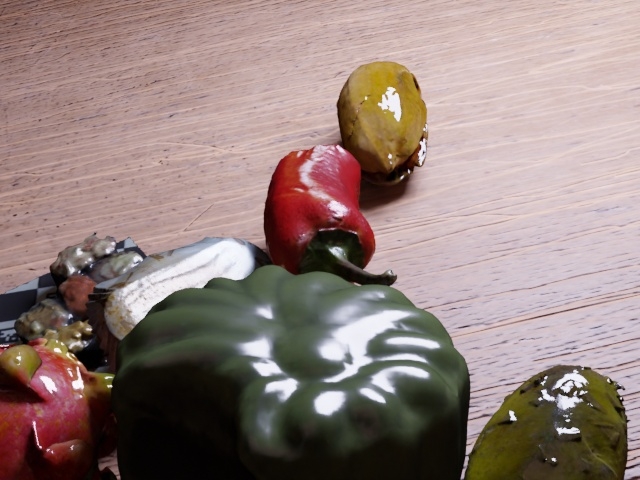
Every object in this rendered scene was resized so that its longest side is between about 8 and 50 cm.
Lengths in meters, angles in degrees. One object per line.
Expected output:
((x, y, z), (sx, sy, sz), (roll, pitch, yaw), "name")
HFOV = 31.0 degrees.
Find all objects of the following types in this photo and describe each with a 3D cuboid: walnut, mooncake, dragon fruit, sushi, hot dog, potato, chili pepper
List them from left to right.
((-0.332, 0.238, 1.128), (0.227, 0.243, 0.307), (14, 83, 30), "dragon fruit")
((-0.312, 0.097, 1.425), (0.292, 0.059, 0.294), (-27, 41, -21), "sushi")
((-0.155, 0.081, 1.368), (0.270, 0.082, 0.162), (-28, 67, -41), "hot dog")
((-0.019, 0.157, 1.123), (0.351, 0.187, 0.351), (1, 22, 0), "mooncake")
((-0.003, 0.004, 1.372), (0.131, 0.134, 0.338), (9, 26, -8), "chili pepper")
((0.085, -0.167, 1.617), (0.137, 0.137, 0.245), (-3, 42, 8), "walnut")
((0.215, 0.219, 1.106), (0.149, 0.113, 0.251), (10, 42, 33), "potato")
